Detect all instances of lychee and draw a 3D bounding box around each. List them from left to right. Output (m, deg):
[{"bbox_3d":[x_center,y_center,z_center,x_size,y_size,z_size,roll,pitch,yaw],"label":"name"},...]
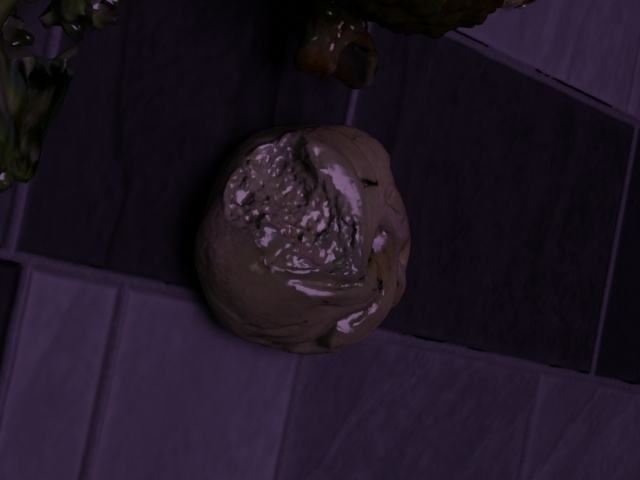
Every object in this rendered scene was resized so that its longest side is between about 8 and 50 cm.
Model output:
[{"bbox_3d":[0.069,-0.292,1.152,0.270,0.320,0.269,39,38,-38],"label":"lychee"}]

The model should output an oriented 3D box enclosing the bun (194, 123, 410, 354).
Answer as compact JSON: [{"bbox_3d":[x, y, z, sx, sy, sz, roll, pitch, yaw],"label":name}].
[{"bbox_3d":[0.000,0.000,1.219,0.237,0.116,0.209,5,91,-47],"label":"bun"}]

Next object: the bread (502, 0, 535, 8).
[{"bbox_3d":[0.158,-0.412,1.370,0.248,0.279,0.315,-3,55,-47],"label":"bread"}]

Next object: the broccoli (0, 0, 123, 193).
[{"bbox_3d":[-0.254,-0.173,0.824,0.318,0.338,0.277,-16,77,-4],"label":"broccoli"}]
